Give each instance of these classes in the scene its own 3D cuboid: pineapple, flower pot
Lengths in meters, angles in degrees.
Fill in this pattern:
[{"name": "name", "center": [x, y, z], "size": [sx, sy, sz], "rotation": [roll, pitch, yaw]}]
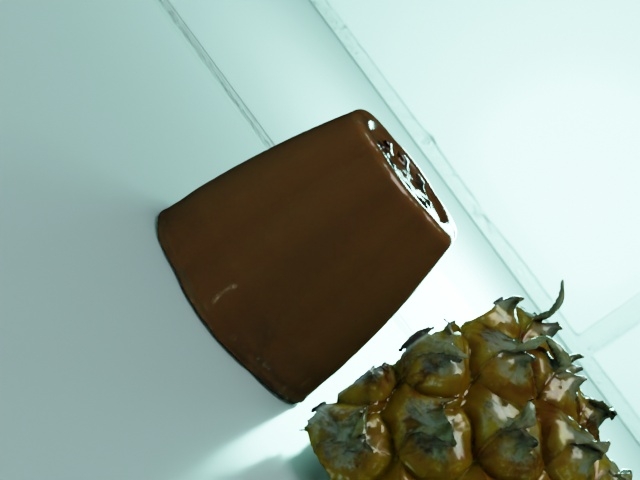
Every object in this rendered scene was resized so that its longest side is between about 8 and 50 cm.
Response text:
[{"name": "pineapple", "center": [0.172, 0.197, 1.107], "size": [0.286, 0.209, 0.344], "rotation": [57, 12, 14]}, {"name": "flower pot", "center": [0.000, 0.000, 1.107], "size": [0.191, 0.173, 0.191], "rotation": [48, 16, -18]}]
